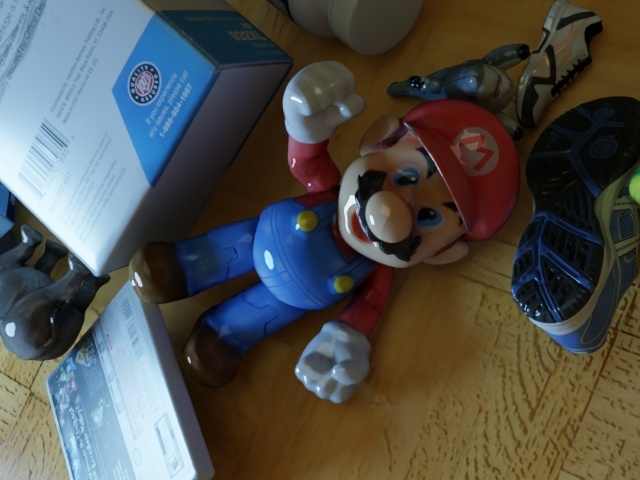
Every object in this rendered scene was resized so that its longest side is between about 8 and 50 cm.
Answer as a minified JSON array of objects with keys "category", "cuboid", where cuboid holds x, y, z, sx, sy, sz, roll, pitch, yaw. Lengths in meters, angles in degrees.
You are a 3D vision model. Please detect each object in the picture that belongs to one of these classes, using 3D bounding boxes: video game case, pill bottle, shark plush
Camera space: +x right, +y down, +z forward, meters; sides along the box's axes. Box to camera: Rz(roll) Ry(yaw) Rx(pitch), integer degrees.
[{"category":"video game case","cuboid":[-0.169,0.156,0.844,0.173,0.022,0.190,-46,55,32]},{"category":"pill bottle","cuboid":[0.001,-0.246,0.879,0.112,0.112,0.186,-49,57,5]},{"category":"shark plush","cuboid":[0.102,-0.131,0.788,0.161,0.067,0.073,37,122,57]}]

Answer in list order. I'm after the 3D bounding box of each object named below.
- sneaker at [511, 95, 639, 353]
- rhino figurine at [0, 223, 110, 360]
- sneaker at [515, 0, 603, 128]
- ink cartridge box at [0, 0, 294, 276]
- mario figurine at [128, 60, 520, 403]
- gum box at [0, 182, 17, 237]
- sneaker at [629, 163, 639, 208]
[{"category":"sneaker","cuboid":[0.191,-0.016,0.713,0.080,0.081,0.211,2,55,37]},{"category":"rhino figurine","cuboid":[-0.290,0.042,0.946,0.243,0.073,0.106,21,77,49]},{"category":"sneaker","cuboid":[0.187,-0.138,0.779,0.043,0.040,0.109,22,89,22]},{"category":"ink cartridge box","cuboid":[-0.212,-0.159,0.861,0.307,0.129,0.223,42,118,13]},{"category":"mario figurine","cuboid":[0.000,0.000,0.745,0.320,0.198,0.170,-29,44,22]},{"category":"gum box","cuboid":[-0.384,-0.002,1.003,0.184,0.041,0.157,-42,29,10]},{"category":"sneaker","cuboid":[0.347,-0.084,0.645,0.295,0.109,0.124,-23,48,16]}]
